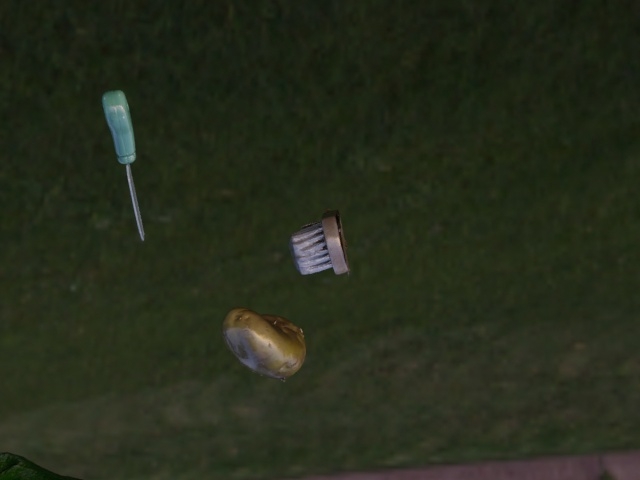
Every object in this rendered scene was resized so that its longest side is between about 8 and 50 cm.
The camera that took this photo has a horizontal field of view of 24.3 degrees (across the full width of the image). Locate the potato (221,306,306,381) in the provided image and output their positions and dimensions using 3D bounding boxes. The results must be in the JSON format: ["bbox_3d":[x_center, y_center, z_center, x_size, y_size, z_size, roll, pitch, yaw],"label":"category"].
[{"bbox_3d":[-0.070,0.124,1.788,0.070,0.091,0.138,-56,147,7],"label":"potato"}]

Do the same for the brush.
[{"bbox_3d":[0.000,0.000,1.739,0.065,0.070,0.327,-14,-176,3],"label":"brush"}]

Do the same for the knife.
[{"bbox_3d":[-0.270,-0.096,2.117,0.035,0.063,0.260,-12,125,-6],"label":"knife"}]

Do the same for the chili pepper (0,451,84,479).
[{"bbox_3d":[-0.389,0.331,1.927,0.270,0.099,0.136,17,-173,13],"label":"chili pepper"}]
